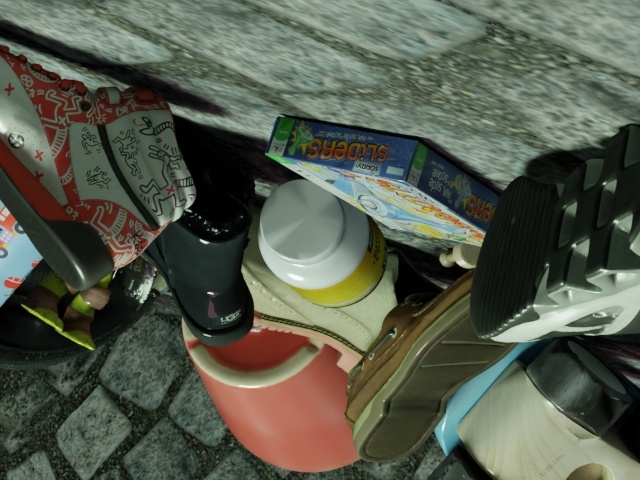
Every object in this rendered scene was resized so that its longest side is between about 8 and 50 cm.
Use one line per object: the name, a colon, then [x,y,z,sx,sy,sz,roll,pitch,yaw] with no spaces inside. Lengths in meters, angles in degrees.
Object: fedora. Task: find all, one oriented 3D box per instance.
fedora: [-0.336,-0.002,1.924,0.334,0.334,0.152,27,-161,-48]

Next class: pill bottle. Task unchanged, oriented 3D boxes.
pill bottle: [0.000,0.000,1.525,0.103,0.103,0.184,16,172,13]

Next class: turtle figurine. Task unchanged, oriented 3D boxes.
turtle figurine: [-0.237,0.000,1.800,0.087,0.217,0.269,30,171,19]

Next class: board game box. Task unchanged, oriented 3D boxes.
board game box: [0.067,-0.042,1.323,0.136,0.035,0.201,13,171,37]

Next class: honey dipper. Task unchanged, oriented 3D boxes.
honey dipper: [0.135,0.013,1.603,0.030,0.030,0.161,19,176,-5]

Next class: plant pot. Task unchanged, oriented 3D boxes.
plant pot: [-0.042,0.127,2.039,0.275,0.275,0.243,15,163,23]

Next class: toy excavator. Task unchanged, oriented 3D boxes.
toy excavator: [0.297,0.206,1.940,0.433,0.222,0.445,33,-165,-25]

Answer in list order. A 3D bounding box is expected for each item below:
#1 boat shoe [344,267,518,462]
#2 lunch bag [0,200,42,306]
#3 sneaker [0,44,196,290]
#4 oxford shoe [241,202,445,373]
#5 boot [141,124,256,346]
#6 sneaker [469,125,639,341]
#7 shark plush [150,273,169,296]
boat shoe: [0.107,0.101,1.675,0.111,0.104,0.307,10,136,-33]
lunch bag: [-0.415,-0.061,1.629,0.293,0.221,0.138,30,-153,-29]
sneaker: [-0.216,-0.104,1.330,0.270,0.145,0.090,54,156,-3]
oxford shoe: [0.007,0.028,1.778,0.397,0.140,0.146,29,134,-26]
boot: [-0.131,-0.044,1.533,0.246,0.094,0.207,58,161,30]
sneaker: [0.204,0.018,1.094,0.146,0.122,0.330,16,169,-14]
shark plush: [-0.137,0.017,1.801,0.067,0.073,0.161,21,-150,-8]
